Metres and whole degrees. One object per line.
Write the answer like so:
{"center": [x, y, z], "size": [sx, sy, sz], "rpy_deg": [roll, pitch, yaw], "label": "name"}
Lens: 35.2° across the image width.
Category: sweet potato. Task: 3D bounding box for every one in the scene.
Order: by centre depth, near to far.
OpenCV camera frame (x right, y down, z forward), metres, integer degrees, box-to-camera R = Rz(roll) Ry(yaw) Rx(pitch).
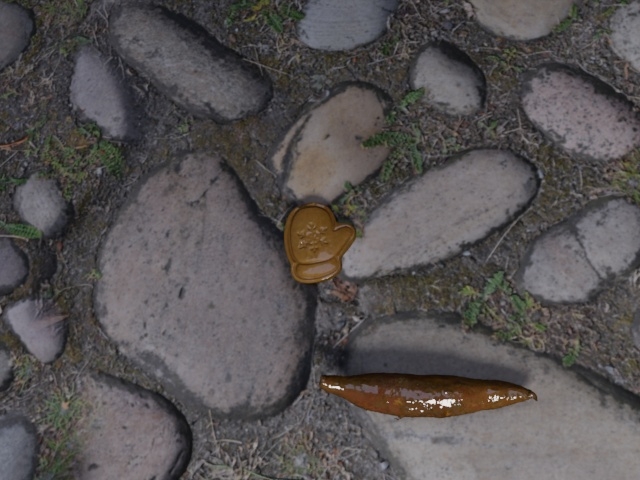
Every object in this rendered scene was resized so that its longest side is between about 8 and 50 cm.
{"center": [0.155, 0.229, 1.469], "size": [0.314, 0.066, 0.072], "rpy_deg": [3, 74, 9], "label": "sweet potato"}

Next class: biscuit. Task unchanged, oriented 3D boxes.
{"center": [0.000, -0.001, 1.622], "size": [0.118, 0.023, 0.140], "rpy_deg": [-17, 64, 3], "label": "biscuit"}
